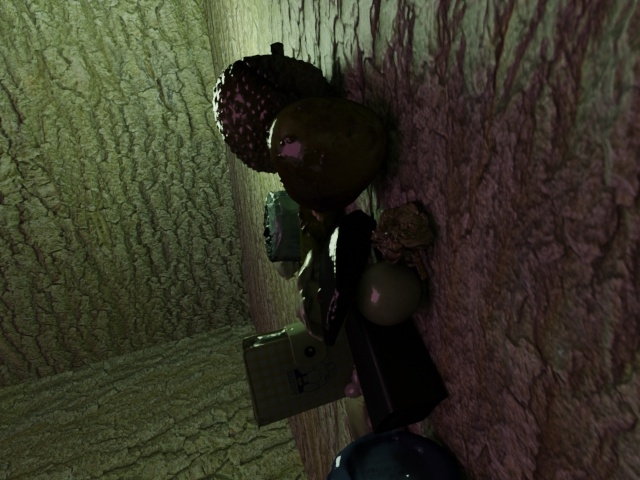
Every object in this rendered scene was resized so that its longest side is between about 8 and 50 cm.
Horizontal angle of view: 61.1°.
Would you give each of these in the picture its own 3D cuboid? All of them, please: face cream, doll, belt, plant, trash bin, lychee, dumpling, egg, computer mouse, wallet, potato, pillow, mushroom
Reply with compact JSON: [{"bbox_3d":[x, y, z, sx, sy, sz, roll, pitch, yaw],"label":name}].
[{"bbox_3d":[0.141,0.509,0.997,0.249,0.248,0.225,-134,35,-63],"label":"face cream"},{"bbox_3d":[0.119,0.365,1.241,0.160,0.059,0.161,8,114,51],"label":"doll"},{"bbox_3d":[-0.086,-0.041,1.542,0.257,0.149,0.207,130,134,-71],"label":"belt"},{"bbox_3d":[0.147,0.003,0.886,0.122,0.104,0.117,52,-148,-21],"label":"plant"},{"bbox_3d":[0.130,0.233,1.052,0.165,0.114,0.226,101,153,-57],"label":"trash bin"},{"bbox_3d":[-0.100,-0.274,1.145,0.255,0.255,0.275,-132,48,-61],"label":"lychee"},{"bbox_3d":[0.008,0.114,1.189,0.162,0.250,0.132,46,128,-12],"label":"dumpling"},{"bbox_3d":[0.117,0.094,0.957,0.152,0.114,0.114,126,129,-68],"label":"egg"},{"bbox_3d":[0.035,0.057,1.032,0.295,0.087,0.168,-64,-12,-50],"label":"computer mouse"},{"bbox_3d":[-0.026,0.303,1.307,0.077,0.309,0.223,-163,61,-69],"label":"wallet"},{"bbox_3d":[0.006,-0.149,0.994,0.307,0.210,0.173,105,171,-75],"label":"potato"},{"bbox_3d":[0.124,0.480,1.397,0.270,0.067,0.173,128,132,-72],"label":"pillow"},{"bbox_3d":[-0.136,0.000,1.890,0.099,0.096,0.278,-13,92,45],"label":"mushroom"}]

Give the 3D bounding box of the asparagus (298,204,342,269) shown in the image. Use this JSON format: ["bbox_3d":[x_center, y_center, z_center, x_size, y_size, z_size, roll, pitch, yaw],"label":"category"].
[{"bbox_3d":[0.000,0.000,1.317,0.108,0.128,0.382,23,133,29],"label":"asparagus"}]
